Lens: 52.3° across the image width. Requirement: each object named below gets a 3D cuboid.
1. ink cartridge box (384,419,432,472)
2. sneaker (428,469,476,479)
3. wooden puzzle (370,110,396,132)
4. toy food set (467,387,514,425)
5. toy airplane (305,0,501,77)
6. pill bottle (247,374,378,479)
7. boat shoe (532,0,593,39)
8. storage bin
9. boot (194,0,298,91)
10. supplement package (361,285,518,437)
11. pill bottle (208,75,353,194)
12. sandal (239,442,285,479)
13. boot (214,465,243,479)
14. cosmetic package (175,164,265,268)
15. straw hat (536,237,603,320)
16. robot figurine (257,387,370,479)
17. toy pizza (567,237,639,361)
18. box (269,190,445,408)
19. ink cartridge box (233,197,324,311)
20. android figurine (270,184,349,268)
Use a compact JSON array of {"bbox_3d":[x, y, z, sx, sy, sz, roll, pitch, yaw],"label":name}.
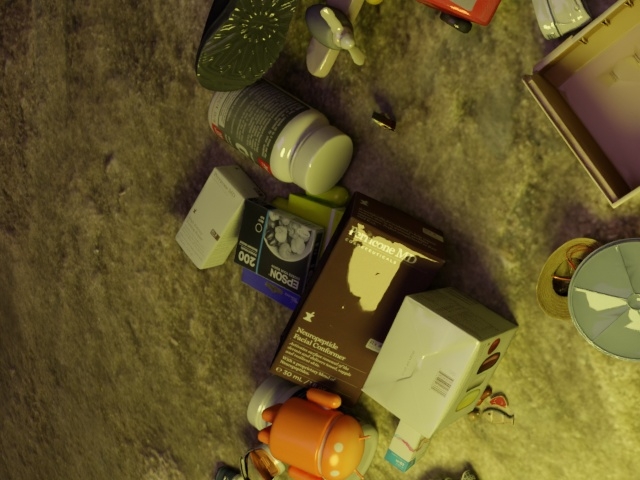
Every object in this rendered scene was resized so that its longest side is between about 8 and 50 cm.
[{"bbox_3d":[0.185,0.380,1.283,0.052,0.088,0.122,29,113,30],"label":"ink cartridge box"},{"bbox_3d":[0.221,0.525,1.295,0.235,0.090,0.095,-28,68,32],"label":"sneaker"},{"bbox_3d":[0.121,-0.227,1.246,0.049,0.083,0.006,26,118,-4],"label":"wooden puzzle"},{"bbox_3d":[0.300,0.308,1.230,0.122,0.019,0.078,-5,95,37],"label":"toy food set"},{"bbox_3d":[0.095,-0.507,1.093,0.384,0.272,0.386,-8,93,38],"label":"toy airplane"},{"bbox_3d":[-0.021,0.405,1.399,0.264,0.153,0.153,25,111,30],"label":"pill bottle"},{"bbox_3d":[0.365,-0.452,1.023,0.084,0.095,0.258,-13,96,35],"label":"boat shoe"},{"bbox_3d":[0.479,-0.232,0.948,0.262,0.123,0.260,-40,74,34],"label":"storage bin"},{"bbox_3d":[-0.165,-0.569,1.278,0.367,0.146,0.445,-46,50,42],"label":"boot"},{"bbox_3d":[0.214,0.205,1.150,0.149,0.203,0.194,33,109,29],"label":"supplement package"},{"bbox_3d":[-0.083,-0.220,1.339,0.283,0.161,0.161,37,117,27],"label":"pill bottle"},{"bbox_3d":[-0.145,0.519,1.487,0.102,0.076,0.265,50,156,14],"label":"sandal"},{"bbox_3d":[-0.231,0.673,1.658,0.086,0.069,0.190,11,96,42],"label":"boot"},{"bbox_3d":[-0.238,-0.054,1.529,0.117,0.085,0.231,47,122,21],"label":"cosmetic package"},{"bbox_3d":[0.405,0.055,1.083,0.061,0.144,0.144,-128,46,-66],"label":"straw hat"},{"bbox_3d":[-0.010,0.374,1.240,0.219,0.158,0.128,13,146,26],"label":"robot figurine"},{"bbox_3d":[0.497,0.093,1.027,0.201,0.032,0.201,5,103,21],"label":"toy pizza"},{"bbox_3d":[0.066,0.121,1.257,0.191,0.143,0.381,25,114,-4],"label":"box"},{"bbox_3d":[-0.097,0.037,1.400,0.206,0.045,0.208,24,112,33],"label":"ink cartridge box"},{"bbox_3d":[0.000,0.000,1.379,0.272,0.056,0.248,19,108,33],"label":"android figurine"}]
